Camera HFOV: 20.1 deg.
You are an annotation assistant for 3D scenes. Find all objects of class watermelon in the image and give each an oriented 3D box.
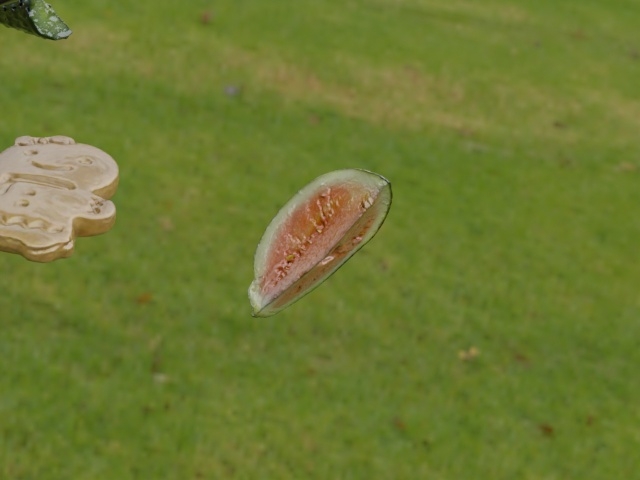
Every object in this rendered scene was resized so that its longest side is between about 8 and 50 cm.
[{"bbox_3d":[-0.007,-0.009,1.539,0.069,0.163,0.087,48,10,12],"label":"watermelon"}]

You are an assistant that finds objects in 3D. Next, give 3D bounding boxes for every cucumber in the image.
[{"bbox_3d":[-0.369,-0.275,2.098,0.211,0.062,0.078,37,-10,50],"label":"cucumber"}]

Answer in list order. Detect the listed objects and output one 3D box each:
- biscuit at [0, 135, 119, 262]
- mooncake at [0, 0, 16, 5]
[{"bbox_3d":[-0.220,-0.037,1.432,0.133,0.027,0.184,15,31,19],"label":"biscuit"},{"bbox_3d":[-0.278,-0.280,1.316,0.245,0.133,0.245,38,20,-17],"label":"mooncake"}]
